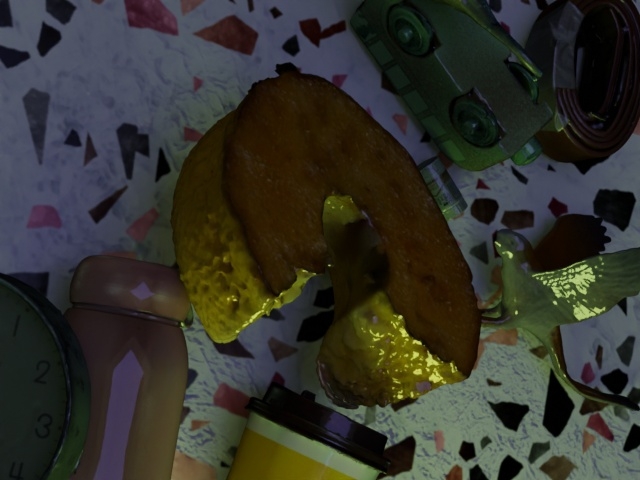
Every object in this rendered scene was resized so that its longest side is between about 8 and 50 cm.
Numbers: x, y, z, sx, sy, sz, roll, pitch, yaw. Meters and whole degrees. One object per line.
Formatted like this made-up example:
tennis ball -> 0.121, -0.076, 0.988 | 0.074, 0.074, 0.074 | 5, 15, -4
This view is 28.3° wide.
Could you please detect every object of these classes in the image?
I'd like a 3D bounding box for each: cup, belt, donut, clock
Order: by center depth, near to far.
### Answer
clock -> -0.403, 0.176, 1.364 | 0.313, 0.061, 0.312 | -1, 80, 5
cup -> -0.042, 0.325, 1.560 | 0.196, 0.196, 0.279 | 29, 80, -22
donut -> 0.000, 0.000, 1.565 | 0.435, 0.163, 0.377 | 32, 45, -34
belt -> 0.387, -0.248, 1.868 | 0.184, 0.105, 0.261 | 20, 78, -23

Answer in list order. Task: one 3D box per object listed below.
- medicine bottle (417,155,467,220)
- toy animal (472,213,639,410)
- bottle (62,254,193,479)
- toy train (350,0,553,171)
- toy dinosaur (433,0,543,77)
medicine bottle -> 0.165, -0.071, 1.771 | 0.047, 0.047, 0.083 | -38, 102, -25
toy animal -> 0.327, 0.114, 1.823 | 0.302, 0.225, 0.284 | -2, 107, -15
bottle -> -0.235, 0.166, 1.483 | 0.206, 0.173, 0.296 | 25, 72, -64
toy train -> 0.180, -0.233, 1.733 | 0.129, 0.159, 0.326 | -42, 101, -26
toy dinosaur -> 0.151, -0.345, 1.616 | 0.147, 0.076, 0.363 | -16, 65, -37
